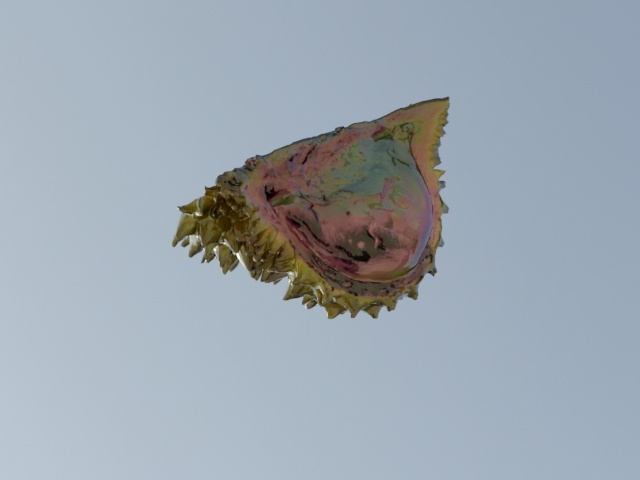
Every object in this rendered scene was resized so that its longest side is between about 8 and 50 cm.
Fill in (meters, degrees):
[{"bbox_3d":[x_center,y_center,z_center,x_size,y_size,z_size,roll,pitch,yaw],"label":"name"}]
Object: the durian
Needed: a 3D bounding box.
[{"bbox_3d":[0.002,0.003,1.024,0.119,0.186,0.108,-37,-100,50],"label":"durian"}]
